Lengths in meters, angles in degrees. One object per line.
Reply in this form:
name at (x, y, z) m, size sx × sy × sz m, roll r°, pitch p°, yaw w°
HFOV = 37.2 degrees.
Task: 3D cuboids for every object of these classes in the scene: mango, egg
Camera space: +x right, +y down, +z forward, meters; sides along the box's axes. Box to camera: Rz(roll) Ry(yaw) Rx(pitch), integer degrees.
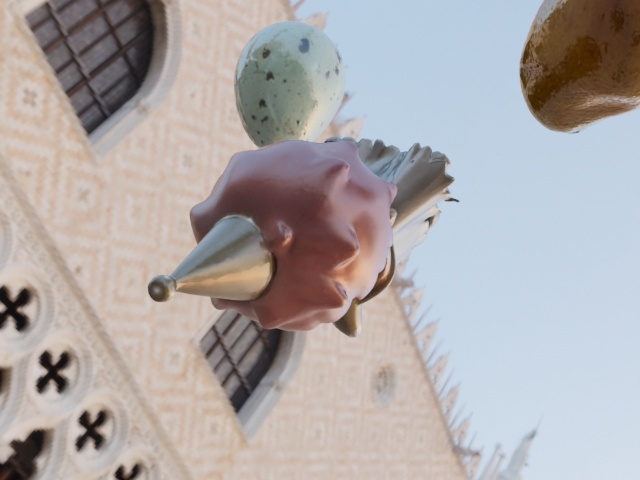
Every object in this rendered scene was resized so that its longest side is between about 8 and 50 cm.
mango at (0.209, -0.148, 0.708) m, size 0.115 × 0.089 × 0.165 m, roll 63°, pitch -27°, yaw -4°
egg at (-0.037, -0.170, 1.086) m, size 0.131 × 0.164 × 0.131 m, roll 11°, pitch -19°, yaw 4°

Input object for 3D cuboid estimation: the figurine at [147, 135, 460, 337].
figurine at (0.000, 0.000, 0.750) m, size 0.207 × 0.387 × 0.166 m, roll -14°, pitch -85°, yaw 21°
